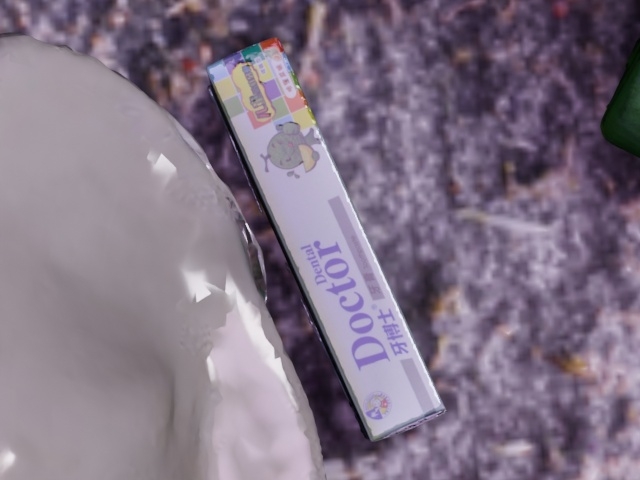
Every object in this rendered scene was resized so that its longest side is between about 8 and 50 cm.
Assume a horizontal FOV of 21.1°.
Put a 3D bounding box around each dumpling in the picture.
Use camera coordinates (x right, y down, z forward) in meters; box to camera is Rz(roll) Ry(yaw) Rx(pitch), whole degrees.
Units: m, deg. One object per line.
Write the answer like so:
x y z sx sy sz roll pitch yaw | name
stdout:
-0.130 0.117 0.631 0.260 0.181 0.341 35 58 -15 | dumpling

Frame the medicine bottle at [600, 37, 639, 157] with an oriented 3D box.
0.245 -0.025 0.629 0.274 0.133 0.133 28 88 4 | medicine bottle

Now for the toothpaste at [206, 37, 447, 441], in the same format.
0.000 0.000 0.684 0.034 0.046 0.164 -24 85 -2 | toothpaste
